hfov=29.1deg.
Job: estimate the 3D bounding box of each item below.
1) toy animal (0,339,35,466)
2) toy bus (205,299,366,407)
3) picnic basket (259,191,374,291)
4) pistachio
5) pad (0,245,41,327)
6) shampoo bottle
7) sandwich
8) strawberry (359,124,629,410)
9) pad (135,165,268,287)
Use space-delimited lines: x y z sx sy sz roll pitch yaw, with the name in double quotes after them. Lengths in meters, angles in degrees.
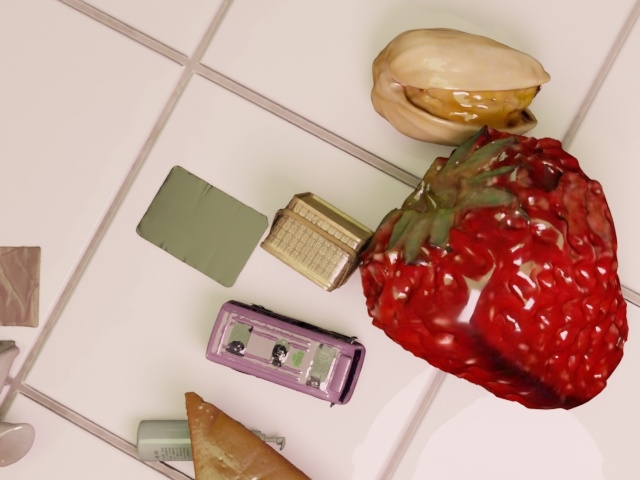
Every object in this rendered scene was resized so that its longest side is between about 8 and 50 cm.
-0.550 0.231 1.622 0.325 0.154 0.208 -10 63 -17 "toy animal"
-0.044 0.145 1.604 0.199 0.108 0.096 18 87 6 "toy bus"
0.000 0.000 1.588 0.115 0.164 0.079 33 98 7 "picnic basket"
0.179 -0.199 1.605 0.229 0.157 0.157 9 86 -1 "pistachio"
-0.478 0.063 1.697 0.188 0.006 0.113 1 85 4 "pad"
-0.142 0.265 1.630 0.195 0.056 0.056 -1 85 3 "shampoo bottle"
-0.086 0.299 1.542 0.258 0.094 0.096 37 78 10 "sandwich"
0.237 0.059 1.535 0.345 0.295 0.317 51 47 -28 "strawberry"
-0.161 -0.019 1.680 0.157 0.003 0.112 31 89 6 "pad"
